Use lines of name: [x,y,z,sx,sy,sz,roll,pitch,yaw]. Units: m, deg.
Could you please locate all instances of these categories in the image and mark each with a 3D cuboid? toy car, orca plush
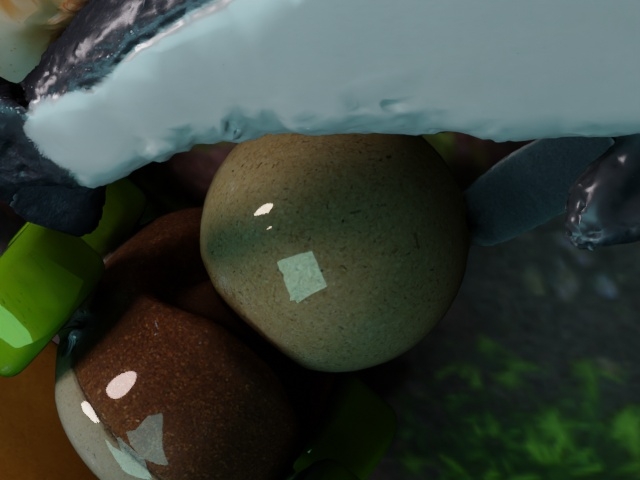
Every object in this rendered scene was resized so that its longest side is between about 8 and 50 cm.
toy car: [0.000,0.000,0.553,0.155,0.149,0.188,41,107,-9]
orca plush: [0.043,-0.073,0.455,0.287,0.102,0.151,-26,118,21]

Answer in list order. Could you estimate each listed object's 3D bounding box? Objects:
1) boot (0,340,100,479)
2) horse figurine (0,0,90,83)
boot: [-0.140,0.080,0.551,0.295,0.211,0.104,19,112,-28]
horse figurine: [-0.142,-0.085,0.588,0.174,0.066,0.263,35,134,10]
